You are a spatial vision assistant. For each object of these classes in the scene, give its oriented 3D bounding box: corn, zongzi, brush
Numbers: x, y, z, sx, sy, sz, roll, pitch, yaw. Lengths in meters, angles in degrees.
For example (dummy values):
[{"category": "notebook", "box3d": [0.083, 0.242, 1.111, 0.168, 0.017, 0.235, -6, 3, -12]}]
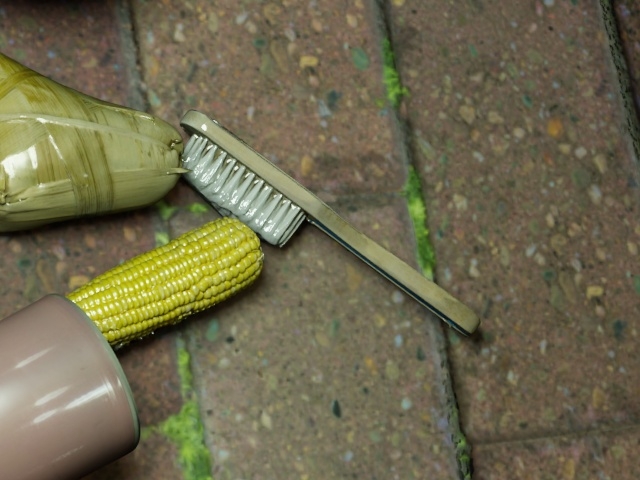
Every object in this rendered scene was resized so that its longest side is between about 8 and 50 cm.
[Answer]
[{"category": "corn", "box3d": [-0.139, 0.041, 1.708, 0.203, 0.072, 0.072, -26, 84, -26]}, {"category": "zongzi", "box3d": [-0.225, -0.110, 1.713, 0.194, 0.099, 0.197, -7, 69, -23]}, {"category": "brush", "box3d": [0.000, 0.000, 1.783, 0.327, 0.070, 0.065, 35, 83, -10]}]

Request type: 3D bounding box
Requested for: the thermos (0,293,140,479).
[{"category": "thermos", "box3d": [-0.298, 0.156, 1.576, 0.265, 0.146, 0.176, -27, 44, -25]}]
